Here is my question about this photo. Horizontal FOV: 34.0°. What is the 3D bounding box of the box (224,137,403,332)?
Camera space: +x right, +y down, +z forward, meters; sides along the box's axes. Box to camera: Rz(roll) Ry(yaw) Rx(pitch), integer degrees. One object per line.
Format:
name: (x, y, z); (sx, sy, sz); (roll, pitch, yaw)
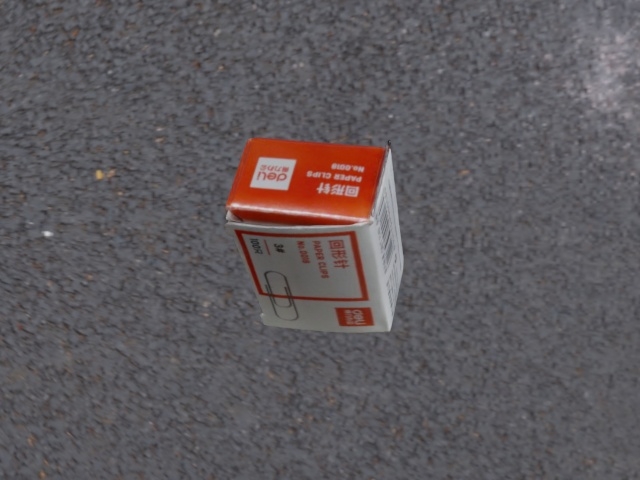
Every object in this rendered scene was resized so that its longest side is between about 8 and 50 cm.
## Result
box: (0.000, 0.000, 0.940); (0.133, 0.182, 0.099); (5, 55, 12)
